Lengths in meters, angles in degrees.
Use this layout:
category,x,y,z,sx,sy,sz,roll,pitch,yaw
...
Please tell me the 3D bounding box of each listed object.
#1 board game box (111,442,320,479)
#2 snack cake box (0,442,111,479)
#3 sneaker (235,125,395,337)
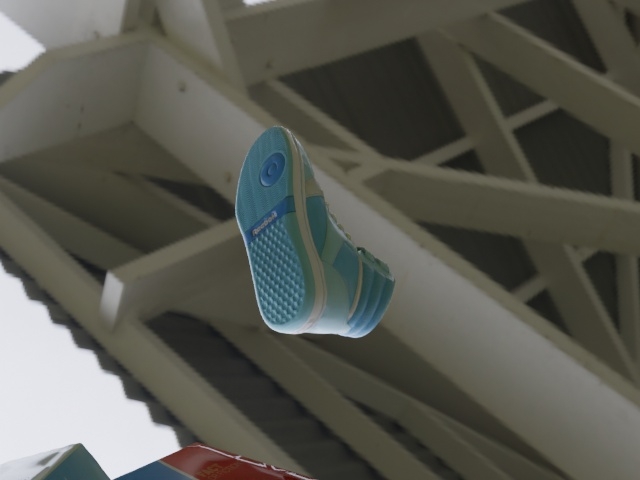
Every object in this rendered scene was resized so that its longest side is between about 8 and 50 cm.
category,x,y,z,sx,sy,sz,roll,pitch,yaw
board game box,-0.056,0.304,1.077,0.317,0.064,0.242,12,-173,21
snack cake box,-0.181,0.301,0.867,0.264,0.152,0.089,55,-130,-11
sneaker,0.000,0.000,1.475,0.208,0.127,0.318,18,-128,-40
